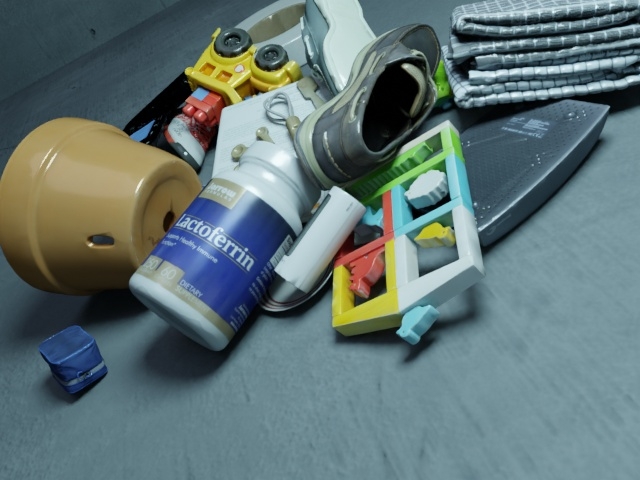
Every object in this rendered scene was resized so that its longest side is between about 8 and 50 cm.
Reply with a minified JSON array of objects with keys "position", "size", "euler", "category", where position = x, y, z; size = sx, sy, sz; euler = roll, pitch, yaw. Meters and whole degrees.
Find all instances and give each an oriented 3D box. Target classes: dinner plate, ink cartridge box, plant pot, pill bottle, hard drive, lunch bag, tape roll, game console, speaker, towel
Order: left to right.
[{"position":[-0.354,0.175,0.867],"size":[0.067,0.065,0.098],"euler":[-31,31,-31],"category":"lunch bag"},{"position":[-0.320,-0.042,0.956],"size":[0.203,0.291,0.291],"euler":[9,48,19],"category":"plant pot"},{"position":[-0.351,-0.245,1.246],"size":[0.213,0.044,0.361],"euler":[-38,26,14],"category":"game console"},{"position":[-0.119,0.002,0.813],"size":[0.153,0.153,0.265],"euler":[14,62,44],"category":"pill bottle"},{"position":[-0.099,-0.545,1.577],"size":[0.392,0.072,0.392],"euler":[-19,36,14],"category":"tape roll"},{"position":[-0.032,0.043,0.834],"size":[0.141,0.017,0.141],"euler":[-24,38,20],"category":"dinner plate"},{"position":[-0.036,-0.111,1.016],"size":[0.308,0.091,0.385],"euler":[-14,55,20],"category":"ink cartridge box"},{"position":[0.000,0.000,0.770],"size":[0.136,0.055,0.055],"euler":[-55,38,0],"category":"speaker"},{"position":[0.243,-0.100,0.798],"size":[0.254,0.054,0.172],"euler":[-41,36,-15],"category":"hard drive"},{"position":[0.321,-0.301,0.872],"size":[0.283,0.121,0.235],"euler":[-4,31,11],"category":"towel"}]

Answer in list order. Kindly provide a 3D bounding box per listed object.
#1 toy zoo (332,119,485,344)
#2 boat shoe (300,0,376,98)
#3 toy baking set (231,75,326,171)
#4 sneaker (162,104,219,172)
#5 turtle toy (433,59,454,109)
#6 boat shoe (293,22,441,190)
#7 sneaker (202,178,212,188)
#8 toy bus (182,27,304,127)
[{"position":[0.098,-0.004,0.735],"size":[0.192,0.030,0.293],"euler":[-28,39,31],"category":"toy zoo"},{"position":[0.030,-0.320,1.021],"size":[0.116,0.099,0.319],"euler":[4,55,-26],"category":"boat shoe"},{"position":[-0.053,-0.179,0.991],"size":[0.196,0.030,0.256],"euler":[23,72,37],"category":"toy baking set"},{"position":[-0.263,-0.249,1.307],"size":[0.145,0.090,0.270],"euler":[-34,33,-3],"category":"sneaker"},{"position":[0.197,-0.268,1.028],"size":[0.095,0.066,0.130],"euler":[10,44,10],"category":"turtle toy"},{"position":[0.105,-0.199,0.846],"size":[0.130,0.132,0.355],"euler":[-6,40,45],"category":"boat shoe"},{"position":[-0.199,-0.082,1.082],"size":[0.052,0.058,0.135],"euler":[-19,36,15],"category":"sneaker"},{"position":[-0.169,-0.301,1.225],"size":[0.220,0.149,0.211],"euler":[27,65,20],"category":"toy bus"}]
